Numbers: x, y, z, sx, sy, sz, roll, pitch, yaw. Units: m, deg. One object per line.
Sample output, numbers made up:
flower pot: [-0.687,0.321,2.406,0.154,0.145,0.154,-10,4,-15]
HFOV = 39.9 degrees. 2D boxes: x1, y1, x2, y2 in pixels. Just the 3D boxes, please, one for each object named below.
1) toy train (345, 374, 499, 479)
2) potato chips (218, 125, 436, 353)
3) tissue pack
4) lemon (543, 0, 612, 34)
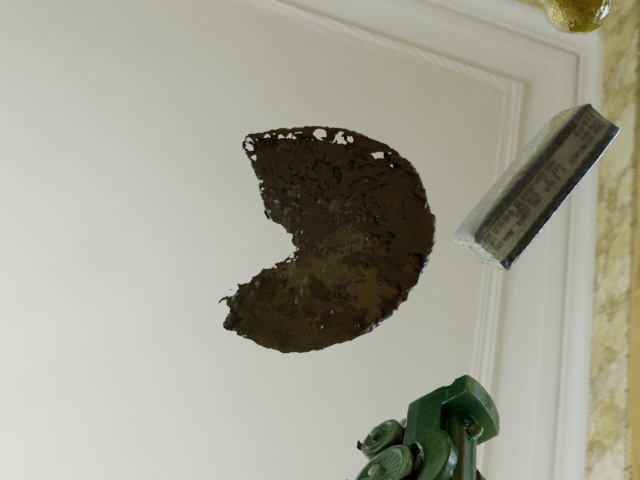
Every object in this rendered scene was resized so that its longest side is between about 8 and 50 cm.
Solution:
toy train: [0.075,0.178,0.623,0.071,0.104,0.178,51,-156,-14]
potato chips: [0.000,-0.001,0.805,0.201,0.029,0.220,20,-103,0]
tissue pack: [0.313,-0.080,1.317,0.081,0.185,0.257,39,-89,0]
lemon: [0.339,-0.313,1.167,0.082,0.110,0.082,-2,-82,-13]
